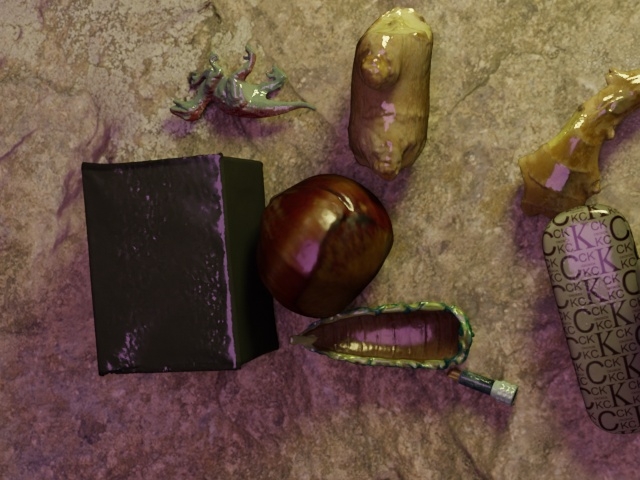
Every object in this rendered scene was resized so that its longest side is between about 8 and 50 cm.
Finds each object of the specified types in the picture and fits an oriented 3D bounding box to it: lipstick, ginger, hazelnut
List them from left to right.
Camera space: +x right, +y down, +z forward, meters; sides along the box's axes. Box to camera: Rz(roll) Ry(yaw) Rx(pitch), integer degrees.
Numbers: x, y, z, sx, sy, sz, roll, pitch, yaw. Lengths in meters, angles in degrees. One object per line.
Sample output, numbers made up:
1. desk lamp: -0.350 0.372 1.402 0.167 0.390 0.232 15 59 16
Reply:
1. hazelnut: 0.000 0.000 1.808 0.229 0.229 0.230 0 91 17
2. ginger: 0.106 -0.228 1.767 0.130 0.221 0.276 3 84 8
3. lipstick: 0.256 0.228 1.816 0.116 0.037 0.037 20 97 20
4. ginger: 0.415 -0.147 1.734 0.294 0.086 0.131 -46 75 9

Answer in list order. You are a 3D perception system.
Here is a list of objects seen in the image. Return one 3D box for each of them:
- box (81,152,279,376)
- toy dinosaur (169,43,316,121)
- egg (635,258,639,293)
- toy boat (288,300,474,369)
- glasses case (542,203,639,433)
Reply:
1. box: -0.226 0.037 1.872 0.251 0.204 0.345 -4 90 17
2. toy dinosaur: -0.124 -0.237 1.913 0.242 0.053 0.167 30 101 14
3. egg: 0.611 0.057 1.573 0.336 0.278 0.278 18 97 14
4. toy boat: 0.101 0.153 1.832 0.292 0.099 0.109 -1 90 10
5. glasses case: 0.434 0.119 1.714 0.137 0.085 0.355 -15 97 16
